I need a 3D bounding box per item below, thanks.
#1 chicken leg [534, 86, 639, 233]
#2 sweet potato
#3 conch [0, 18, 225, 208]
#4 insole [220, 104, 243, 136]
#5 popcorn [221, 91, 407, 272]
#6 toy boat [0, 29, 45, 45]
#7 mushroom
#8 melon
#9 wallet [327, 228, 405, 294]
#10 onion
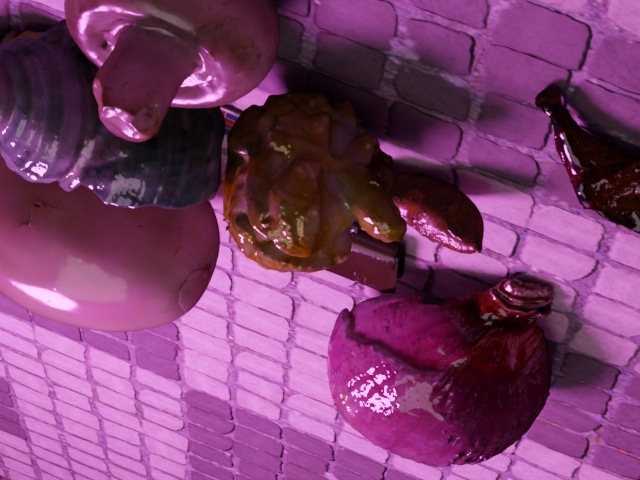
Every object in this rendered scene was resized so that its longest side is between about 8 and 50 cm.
[{"bbox_3d":[0.272,-0.066,1.756,0.205,0.053,0.093,23,135,-14],"label":"chicken leg"},{"bbox_3d":[0.099,-0.042,1.966,0.226,0.068,0.068,28,163,37],"label":"sweet potato"},{"bbox_3d":[-0.231,-0.130,1.887,0.277,0.220,0.195,14,144,-29],"label":"conch"},{"bbox_3d":[-0.069,-0.113,2.033,0.193,0.006,0.065,25,157,-1],"label":"insole"},{"bbox_3d":[-0.003,-0.050,1.888,0.212,0.198,0.198,5,151,24],"label":"popcorn"},{"bbox_3d":[-0.358,-0.168,2.098,0.276,0.084,0.111,-1,144,47],"label":"toy boat"},{"bbox_3d":[-0.146,-0.179,1.726,0.204,0.204,0.204,20,156,9],"label":"mushroom"},{"bbox_3d":[-0.268,-0.013,2.163,0.317,0.223,0.223,18,156,16],"label":"melon"},{"bbox_3d":[0.000,0.000,2.175,0.198,0.031,0.110,20,157,10],"label":"wallet"},{"bbox_3d":[0.152,0.163,2.190,0.267,0.159,0.349,16,156,-12],"label":"onion"}]
